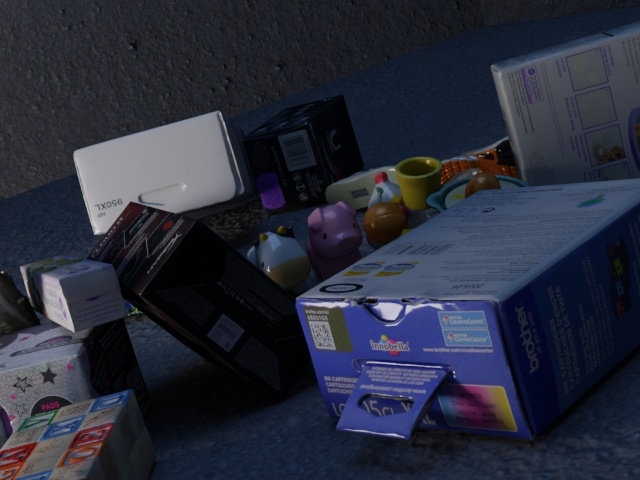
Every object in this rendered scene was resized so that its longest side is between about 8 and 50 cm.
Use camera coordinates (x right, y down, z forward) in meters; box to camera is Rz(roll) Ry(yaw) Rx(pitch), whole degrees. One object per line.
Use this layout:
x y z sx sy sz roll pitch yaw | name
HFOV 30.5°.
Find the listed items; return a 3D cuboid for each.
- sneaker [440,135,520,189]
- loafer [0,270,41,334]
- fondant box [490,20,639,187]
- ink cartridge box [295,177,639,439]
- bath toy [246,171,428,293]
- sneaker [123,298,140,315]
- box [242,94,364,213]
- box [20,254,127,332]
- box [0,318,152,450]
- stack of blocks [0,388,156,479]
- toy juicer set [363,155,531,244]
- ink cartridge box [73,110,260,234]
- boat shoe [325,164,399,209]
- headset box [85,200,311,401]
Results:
0.300 -0.130 1.962 0.262 0.099 0.121 -13 10 10 | sneaker
-0.401 0.078 1.462 0.094 0.087 0.251 -7 -26 -2 | loafer
0.438 -0.182 1.698 0.330 0.238 0.096 -15 13 5 | fondant box
0.167 0.071 1.211 0.270 0.151 0.395 -3 18 46 | ink cartridge box
0.000 0.000 1.730 0.348 0.129 0.151 -21 14 -19 | bath toy
-0.286 0.076 1.840 0.240 0.091 0.126 -21 15 -19 | sneaker
-0.028 -0.178 2.368 0.143 0.165 0.270 -12 15 20 | box
-0.304 0.059 1.415 0.067 0.063 0.324 -18 8 -19 | box
-0.350 0.189 1.370 0.247 0.142 0.163 -14 14 11 | box
-0.276 0.258 1.130 0.171 0.087 0.297 -15 14 7 | stack of blocks
0.203 -0.033 1.578 0.329 0.089 0.209 15 37 35 | toy juicer set
-0.281 -0.121 2.269 0.285 0.166 0.395 -16 0 2 | ink cartridge box
0.111 -0.101 2.091 0.227 0.079 0.081 -7 21 44 | boat shoe
-0.151 0.065 1.428 0.110 0.218 0.293 -54 23 -11 | headset box
